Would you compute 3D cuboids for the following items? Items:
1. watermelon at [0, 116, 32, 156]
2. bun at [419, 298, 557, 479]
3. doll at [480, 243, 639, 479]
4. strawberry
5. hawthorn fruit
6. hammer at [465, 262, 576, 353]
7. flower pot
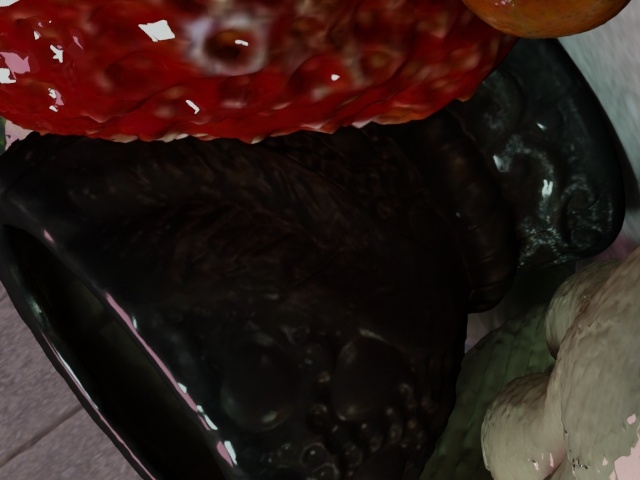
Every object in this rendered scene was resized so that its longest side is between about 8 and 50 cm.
[{"bbox_3d":[-0.097,-0.117,1.218,0.285,0.285,0.285,54,175,7],"label":"watermelon"},{"bbox_3d":[0.146,0.152,1.021,0.160,0.259,0.259,56,175,-25],"label":"bun"},{"bbox_3d":[0.154,0.064,0.834,0.278,0.149,0.175,-178,87,-78],"label":"doll"},{"bbox_3d":[-0.057,-0.182,0.793,0.292,0.310,0.292,172,90,-72],"label":"strawberry"},{"bbox_3d":[0.088,-0.111,0.735,0.081,0.081,0.093,52,-173,22],"label":"hawthorn fruit"},{"bbox_3d":[0.171,0.095,1.215,0.335,0.119,0.206,47,176,7],"label":"hammer"},{"bbox_3d":[0.000,0.000,1.005,0.266,0.267,0.266,46,162,19],"label":"flower pot"}]
